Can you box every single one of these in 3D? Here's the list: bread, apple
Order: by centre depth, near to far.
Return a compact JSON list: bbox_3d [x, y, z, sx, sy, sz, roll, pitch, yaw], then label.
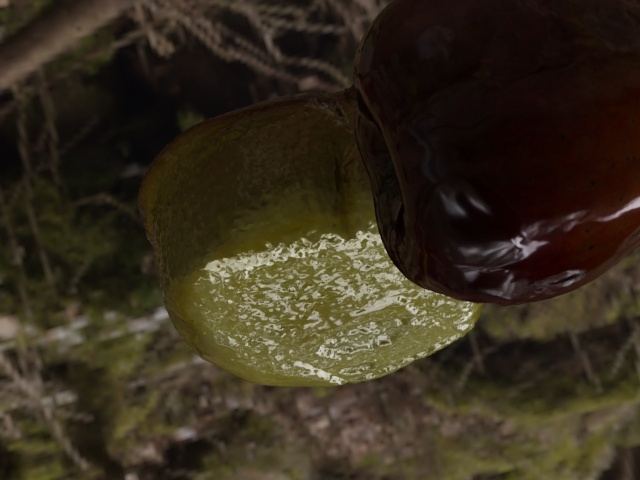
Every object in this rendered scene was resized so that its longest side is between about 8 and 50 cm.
[{"bbox_3d":[0.101,-0.054,0.748,0.158,0.156,0.147,-13,161,-6],"label":"apple"},{"bbox_3d":[0.000,0.000,1.163,0.270,0.148,0.270,-8,144,-6],"label":"bread"}]
